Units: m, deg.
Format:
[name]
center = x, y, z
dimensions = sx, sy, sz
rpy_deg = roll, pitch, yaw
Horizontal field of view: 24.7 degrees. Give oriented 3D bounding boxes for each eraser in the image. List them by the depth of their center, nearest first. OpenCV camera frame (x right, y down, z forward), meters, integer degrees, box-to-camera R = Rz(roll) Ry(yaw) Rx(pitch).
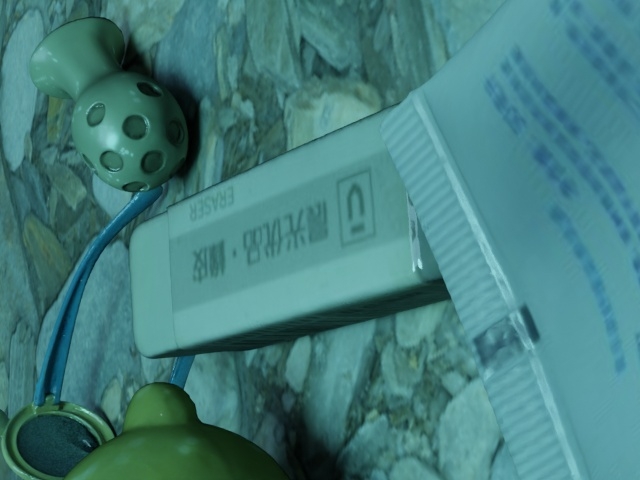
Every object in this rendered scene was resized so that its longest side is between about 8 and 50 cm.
[eraser]
center = 0.000, 0.000, 0.747
dimensions = 0.352, 0.061, 0.089
rpy_deg = -21, 70, 56

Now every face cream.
[face cream]
center = 0.152, -0.050, 0.438
dimensions = 0.420, 0.137, 0.235
rpy_deg = -47, 57, 48

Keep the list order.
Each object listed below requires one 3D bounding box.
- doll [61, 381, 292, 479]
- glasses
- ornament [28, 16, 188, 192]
[doll]
center = -0.052, 0.207, 0.732
dimensions = 0.261, 0.161, 0.177
rpy_deg = 49, 130, 45
[glasses]
center = -0.115, 0.092, 0.960
dimensions = 0.221, 0.088, 0.189
rpy_deg = -57, 38, 10
[ornament]
center = -0.137, -0.087, 0.970
dimensions = 0.156, 0.074, 0.081
rpy_deg = 49, 159, 47
